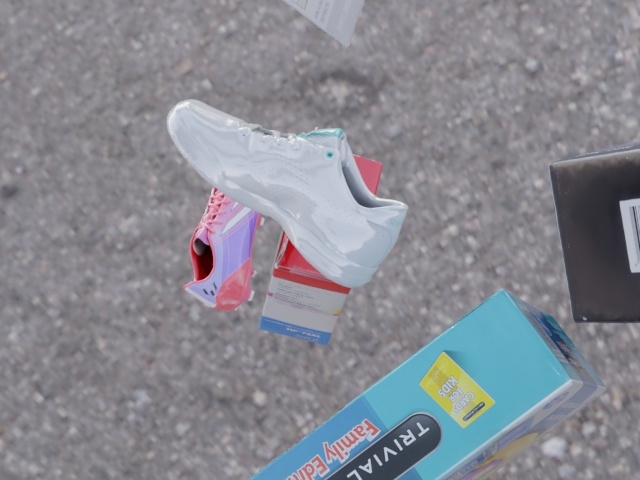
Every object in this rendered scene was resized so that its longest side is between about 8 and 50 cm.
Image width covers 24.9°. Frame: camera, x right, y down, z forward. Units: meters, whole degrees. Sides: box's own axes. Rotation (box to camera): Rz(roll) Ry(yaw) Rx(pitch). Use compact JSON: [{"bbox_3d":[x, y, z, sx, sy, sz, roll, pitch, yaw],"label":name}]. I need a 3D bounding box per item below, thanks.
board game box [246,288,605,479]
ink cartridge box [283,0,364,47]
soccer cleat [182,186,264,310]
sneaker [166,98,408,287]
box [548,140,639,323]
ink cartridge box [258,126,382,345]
[{"bbox_3d":[0.040,0.175,1.047,0.336,0.254,0.079,-38,75,9],"label":"board game box"},{"bbox_3d":[-0.041,-0.255,0.986,0.225,0.181,0.056,36,66,6],"label":"ink cartridge box"},{"bbox_3d":[-0.132,-0.020,1.975,0.083,0.095,0.248,-32,45,44],"label":"soccer cleat"},{"bbox_3d":[-0.022,-0.061,1.159,0.212,0.080,0.094,38,114,7],"label":"sneaker"},{"bbox_3d":[0.441,-0.031,1.452,0.294,0.182,0.296,-10,2,-30],"label":"box"},{"bbox_3d":[0.000,0.000,1.411,0.078,0.231,0.134,15,68,-2],"label":"ink cartridge box"}]
